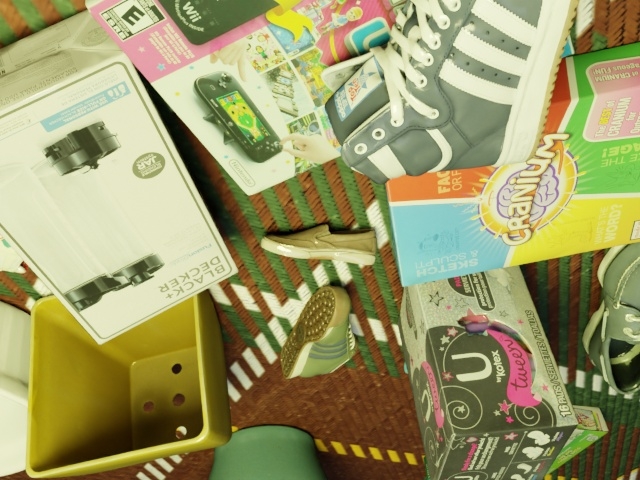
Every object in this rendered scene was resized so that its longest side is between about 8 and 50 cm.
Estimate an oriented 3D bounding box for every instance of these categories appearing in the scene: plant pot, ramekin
[{"bbox_3d":[-0.086,0.465,1.171,0.272,0.255,0.271,-4,139,-4],"label":"plant pot"},{"bbox_3d":[-0.467,0.183,0.871,0.277,0.135,0.277,-5,140,-4],"label":"ramekin"},{"bbox_3d":[-0.214,0.179,0.867,0.212,0.212,0.187,-14,152,7],"label":"plant pot"}]

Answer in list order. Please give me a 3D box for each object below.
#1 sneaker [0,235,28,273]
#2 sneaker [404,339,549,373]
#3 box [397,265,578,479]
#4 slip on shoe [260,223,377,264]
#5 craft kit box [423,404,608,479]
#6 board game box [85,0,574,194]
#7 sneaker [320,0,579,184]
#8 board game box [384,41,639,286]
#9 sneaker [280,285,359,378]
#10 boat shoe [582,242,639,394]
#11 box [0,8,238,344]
[{"bbox_3d":[-0.357,0.016,0.749,0.161,0.057,0.075,-19,133,9],"label":"sneaker"},{"bbox_3d":[0.238,0.189,1.024,0.229,0.092,0.087,0,141,-7],"label":"sneaker"},{"bbox_3d":[0.185,0.151,0.848,0.142,0.247,0.163,-5,140,-5],"label":"box"},{"bbox_3d":[0.000,0.000,0.804,0.135,0.051,0.041,8,98,-6],"label":"slip on shoe"},{"bbox_3d":[0.357,0.383,1.302,0.247,0.061,0.250,11,137,-17],"label":"craft kit box"},{"bbox_3d":[0.014,-0.187,0.541,0.303,0.097,0.224,-23,138,16],"label":"board game box"},{"bbox_3d":[0.072,-0.140,0.456,0.153,0.099,0.282,-11,143,1],"label":"sneaker"},{"bbox_3d":[0.225,-0.072,0.733,0.317,0.064,0.242,-11,140,4],"label":"board game box"},{"bbox_3d":[0.016,0.125,0.941,0.086,0.064,0.192,5,139,-26],"label":"sneaker"},{"bbox_3d":[0.436,0.100,0.942,0.116,0.099,0.319,-7,140,0],"label":"boat shoe"},{"bbox_3d":[-0.202,-0.044,0.643,0.169,0.087,0.290,-27,141,-9],"label":"box"}]
